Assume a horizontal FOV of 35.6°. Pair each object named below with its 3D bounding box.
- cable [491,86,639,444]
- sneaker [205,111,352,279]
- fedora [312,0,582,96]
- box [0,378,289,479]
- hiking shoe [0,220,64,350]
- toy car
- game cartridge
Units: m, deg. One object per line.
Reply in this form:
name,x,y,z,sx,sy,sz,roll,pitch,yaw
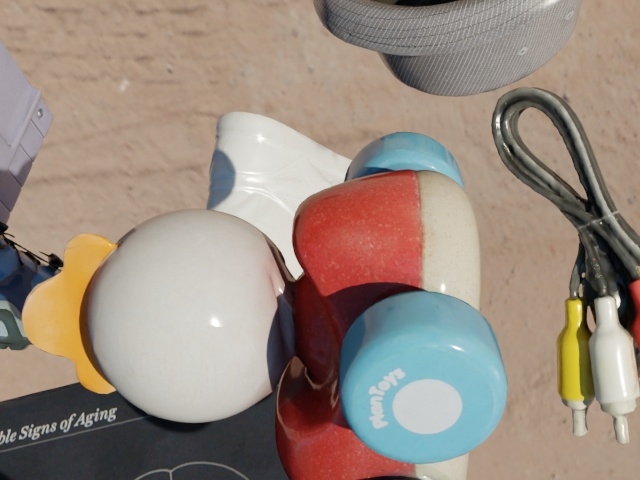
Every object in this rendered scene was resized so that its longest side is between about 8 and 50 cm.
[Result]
cable,0.217,0.010,0.766,0.139,0.072,0.287,-18,91,38
sneaker,0.000,0.000,1.030,0.293,0.169,0.108,22,161,-33
fedora,0.129,-0.212,0.765,0.244,0.275,0.124,32,161,38
box,-0.150,0.381,0.859,0.480,0.471,0.297,-14,148,10
hiking shoe,-0.284,-0.001,0.760,0.304,0.132,0.113,19,-178,-45
toy car,-0.037,0.060,0.540,0.238,0.219,0.210,2,120,1
game cartridge,-0.412,-0.141,1.091,0.068,0.230,0.355,6,155,12
